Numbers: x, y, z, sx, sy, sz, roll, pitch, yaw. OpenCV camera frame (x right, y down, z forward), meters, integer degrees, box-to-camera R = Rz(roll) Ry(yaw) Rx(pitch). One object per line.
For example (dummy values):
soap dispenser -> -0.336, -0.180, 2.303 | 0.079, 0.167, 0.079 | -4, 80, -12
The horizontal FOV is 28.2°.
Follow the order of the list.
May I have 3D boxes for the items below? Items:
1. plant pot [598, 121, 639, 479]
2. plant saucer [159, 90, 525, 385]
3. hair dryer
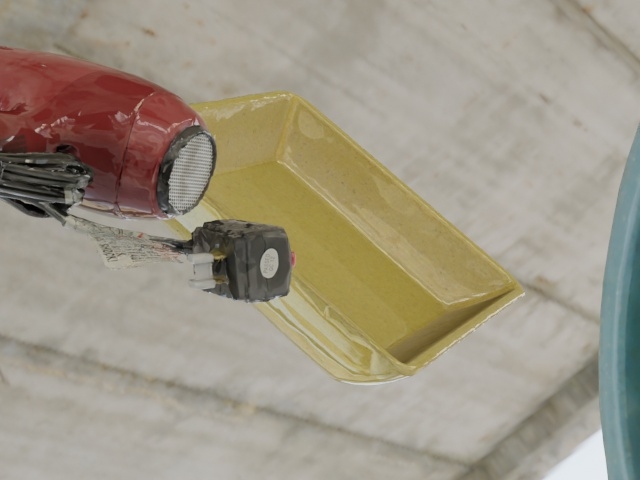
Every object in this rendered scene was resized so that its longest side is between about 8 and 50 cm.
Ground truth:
plant pot -> 0.326, 0.043, 0.407 | 0.334, 0.341, 0.341 | 4, -50, -27
plant saucer -> 0.000, 0.000, 1.194 | 0.081, 0.333, 0.332 | -54, -15, 23
hair dryer -> -0.150, -0.060, 0.633 | 0.223, 0.293, 0.080 | 17, -83, -29
